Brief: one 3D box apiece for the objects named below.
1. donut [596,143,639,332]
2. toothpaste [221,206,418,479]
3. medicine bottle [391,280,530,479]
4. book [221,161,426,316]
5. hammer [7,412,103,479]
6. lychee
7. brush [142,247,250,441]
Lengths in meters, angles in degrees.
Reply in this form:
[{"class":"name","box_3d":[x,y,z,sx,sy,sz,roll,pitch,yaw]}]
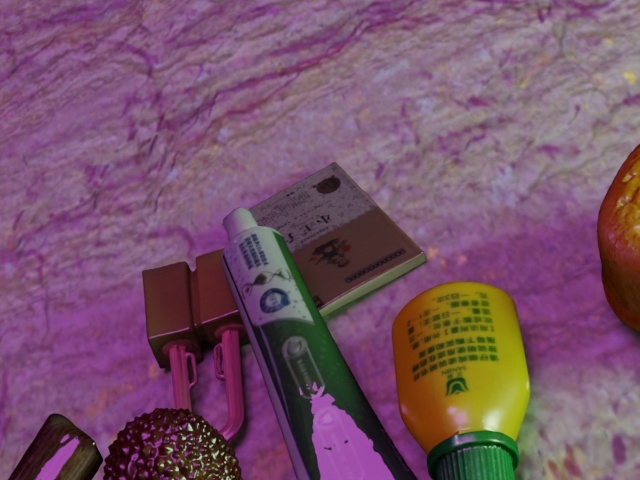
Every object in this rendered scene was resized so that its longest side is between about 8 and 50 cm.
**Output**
[{"class":"donut","box_3d":[0.338,-0.008,1.376,0.227,0.113,0.226,-14,41,13]},{"class":"toothpaste","box_3d":[-0.016,0.107,1.462,0.099,0.061,0.392,-25,50,-1]},{"class":"medicine bottle","box_3d":[0.119,0.152,1.337,0.111,0.076,0.309,-18,38,13]},{"class":"book","box_3d":[0.000,0.000,1.624,0.138,0.016,0.198,-29,38,-10]},{"class":"hammer","box_3d":[-0.294,0.319,1.322,0.242,0.095,0.408,12,58,40]},{"class":"lychee","box_3d":[-0.121,0.205,1.373,0.123,0.123,0.129,-20,33,7]},{"class":"brush","box_3d":[-0.109,0.104,1.542,0.103,0.047,0.233,-16,39,5]}]
